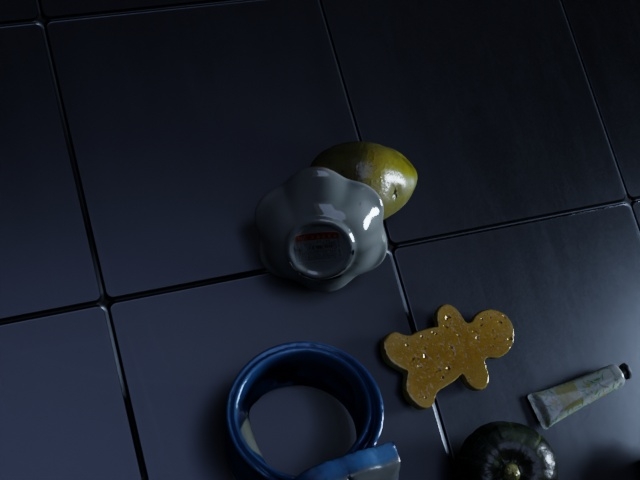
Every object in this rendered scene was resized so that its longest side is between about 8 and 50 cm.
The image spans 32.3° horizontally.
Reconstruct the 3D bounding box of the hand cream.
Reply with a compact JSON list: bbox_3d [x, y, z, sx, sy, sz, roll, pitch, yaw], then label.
[{"bbox_3d":[0.456,0.263,1.927,0.195,0.042,0.067,-21,81,-18],"label":"hand cream"}]

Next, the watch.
[{"bbox_3d":[-0.053,0.314,1.677,0.305,0.241,0.274,-16,62,-19],"label":"watch"}]

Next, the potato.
[{"bbox_3d":[0.078,-0.101,1.875,0.194,0.157,0.157,-20,79,-46],"label":"potato"}]

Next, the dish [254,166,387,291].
[{"bbox_3d":[0.000,0.000,1.781,0.230,0.229,0.081,23,25,-9],"label":"dish"}]

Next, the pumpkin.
[{"bbox_3d":[0.305,0.378,1.799,0.167,0.125,0.167,4,80,-23],"label":"pumpkin"}]

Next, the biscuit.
[{"bbox_3d":[0.223,0.188,1.882,0.240,0.035,0.158,-19,82,-21],"label":"biscuit"}]
